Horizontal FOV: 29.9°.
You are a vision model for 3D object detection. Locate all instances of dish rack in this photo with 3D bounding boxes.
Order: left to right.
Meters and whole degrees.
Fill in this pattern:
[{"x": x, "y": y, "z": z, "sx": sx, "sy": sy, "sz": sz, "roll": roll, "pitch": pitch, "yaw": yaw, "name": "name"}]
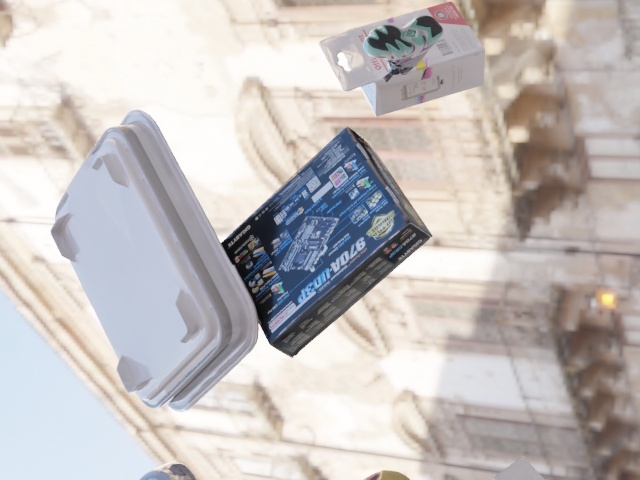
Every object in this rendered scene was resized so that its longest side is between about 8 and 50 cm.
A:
[{"x": -0.224, "y": 0.038, "z": 1.476, "sx": 0.072, "sy": 0.285, "sz": 0.333, "roll": -18, "pitch": -108, "yaw": -38, "name": "dish rack"}]

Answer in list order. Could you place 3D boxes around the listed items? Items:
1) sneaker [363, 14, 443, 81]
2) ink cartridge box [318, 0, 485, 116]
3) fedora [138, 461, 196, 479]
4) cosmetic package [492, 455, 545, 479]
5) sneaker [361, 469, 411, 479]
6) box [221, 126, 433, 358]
[{"x": 0.071, "y": -0.178, "z": 1.166, "sx": 0.098, "sy": 0.038, "sz": 0.069, "roll": -19, "pitch": -25, "yaw": -37, "name": "sneaker"}, {"x": 0.107, "y": -0.239, "z": 1.611, "sx": 0.067, "sy": 0.198, "sz": 0.115, "roll": 85, "pitch": 165, "yaw": -49, "name": "ink cartridge box"}, {"x": -0.144, "y": 0.392, "z": 1.384, "sx": 0.124, "sy": 0.244, "sz": 0.275, "roll": 6, "pitch": -90, "yaw": -31, "name": "fedora"}, {"x": 0.300, "y": 0.393, "z": 1.501, "sx": 0.060, "sy": 0.239, "sz": 0.099, "roll": -28, "pitch": -26, "yaw": -31, "name": "cosmetic package"}, {"x": 0.011, "y": 0.231, "z": 0.766, "sx": 0.070, "sy": 0.084, "sz": 0.185, "roll": 17, "pitch": -93, "yaw": -23, "name": "sneaker"}, {"x": 0.000, "y": 0.000, "z": 1.392, "sx": 0.051, "sy": 0.220, "sz": 0.175, "roll": 33, "pitch": -160, "yaw": -47, "name": "box"}]
